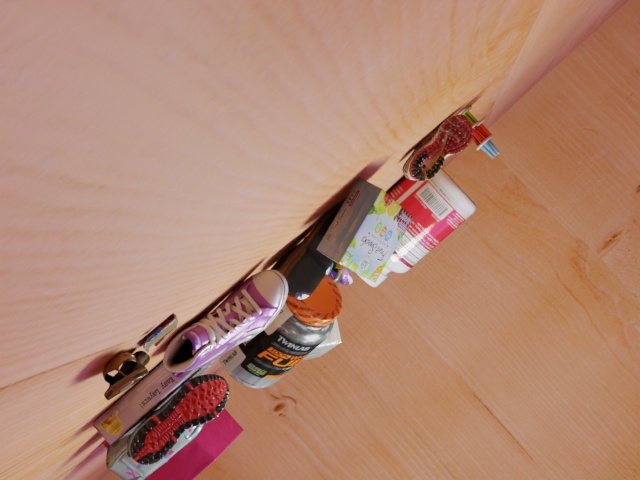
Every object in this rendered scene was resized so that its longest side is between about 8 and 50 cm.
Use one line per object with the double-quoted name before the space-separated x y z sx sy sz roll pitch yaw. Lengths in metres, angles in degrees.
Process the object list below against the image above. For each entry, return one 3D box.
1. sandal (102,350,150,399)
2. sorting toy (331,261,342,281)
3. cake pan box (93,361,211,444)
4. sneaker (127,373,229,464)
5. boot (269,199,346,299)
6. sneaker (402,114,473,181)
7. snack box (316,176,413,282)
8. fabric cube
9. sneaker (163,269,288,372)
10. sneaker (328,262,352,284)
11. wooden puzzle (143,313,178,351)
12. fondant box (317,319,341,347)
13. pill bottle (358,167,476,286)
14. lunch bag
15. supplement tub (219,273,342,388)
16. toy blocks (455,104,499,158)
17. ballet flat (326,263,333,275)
"sandal" -0.301 0.195 1.098 0.072 0.049 0.180 -36 -171 -4
"sorting toy" 0.069 0.015 2.044 0.307 0.041 0.229 71 40 -83
"cake pan box" -0.379 0.351 1.665 0.246 0.070 0.267 -39 175 -6
"sneaker" -0.324 0.383 1.595 0.262 0.104 0.125 -34 -171 -29
"boot" 0.000 0.000 1.593 0.305 0.112 0.115 -45 -153 -23
"sneaker" 0.287 -0.235 1.792 0.225 0.088 0.093 -40 -165 -15
"snack box" 0.099 -0.016 1.521 0.174 0.070 0.207 -59 150 -1
"fabric cube" -0.437 0.591 2.165 0.254 0.258 0.259 -44 174 13
"sneaker" -0.186 0.166 1.401 0.282 0.102 0.161 -43 172 8
"sneaker" 0.020 0.109 2.299 0.105 0.095 0.236 -25 -169 -19
"wooden puzzle" -0.262 0.151 1.176 0.078 0.014 0.116 -45 176 -22
"fondant box" -0.037 0.224 2.167 0.096 0.238 0.330 -8 166 -14
"pill bottle" 0.265 -0.048 2.255 0.408 0.229 0.229 -43 175 12
"lunch bag" -0.421 0.478 1.868 0.279 0.108 0.224 -40 -160 3
"supplement tub" -0.104 0.219 1.844 0.338 0.207 0.207 -46 173 38
"toy blocks" 0.419 -0.283 1.894 0.054 0.148 0.123 -44 174 28
"ballet flat" -0.073 0.124 1.958 0.096 0.095 0.280 -16 157 -50
